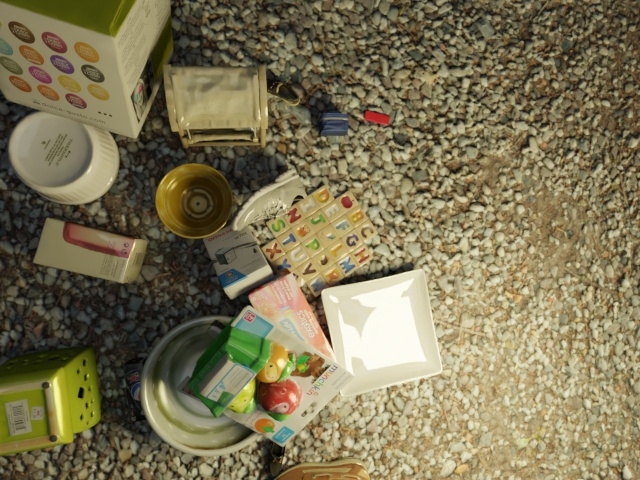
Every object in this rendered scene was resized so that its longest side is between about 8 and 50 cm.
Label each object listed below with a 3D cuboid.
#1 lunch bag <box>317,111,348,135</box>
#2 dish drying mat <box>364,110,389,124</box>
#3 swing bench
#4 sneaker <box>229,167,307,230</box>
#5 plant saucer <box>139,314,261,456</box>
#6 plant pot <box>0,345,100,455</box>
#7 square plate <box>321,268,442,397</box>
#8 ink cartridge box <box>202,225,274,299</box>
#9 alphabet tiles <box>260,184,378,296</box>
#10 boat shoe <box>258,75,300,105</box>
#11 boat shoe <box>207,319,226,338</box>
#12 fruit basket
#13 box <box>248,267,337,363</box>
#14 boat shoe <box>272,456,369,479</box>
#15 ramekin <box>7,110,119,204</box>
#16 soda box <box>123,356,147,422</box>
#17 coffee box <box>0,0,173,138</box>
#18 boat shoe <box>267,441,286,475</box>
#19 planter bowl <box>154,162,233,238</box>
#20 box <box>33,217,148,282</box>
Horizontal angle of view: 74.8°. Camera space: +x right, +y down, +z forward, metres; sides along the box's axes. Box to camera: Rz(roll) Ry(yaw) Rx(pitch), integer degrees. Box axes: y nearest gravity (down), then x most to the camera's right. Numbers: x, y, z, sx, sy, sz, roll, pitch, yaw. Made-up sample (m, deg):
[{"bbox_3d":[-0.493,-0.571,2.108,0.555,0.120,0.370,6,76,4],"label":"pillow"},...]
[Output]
[{"bbox_3d":[0.038,-0.368,1.318,0.098,0.067,0.065,-1,89,-8],"label":"lunch bag"},{"bbox_3d":[0.185,-0.401,1.371,0.083,0.008,0.032,11,87,-8],"label":"dish drying mat"},{"bbox_3d":[-0.280,-0.367,1.173,0.253,0.255,0.165,-4,90,-9],"label":"swing bench"},{"bbox_3d":[-0.143,-0.105,1.231,0.281,0.105,0.115,-41,99,-29],"label":"sneaker"},{"bbox_3d":[-0.311,0.414,1.231,0.400,0.100,0.400,0,88,-9],"label":"plant saucer"},{"bbox_3d":[-0.744,0.427,1.111,0.227,0.207,0.228,-7,91,-9],"label":"plant pot"},{"bbox_3d":[0.196,0.290,1.339,0.344,0.049,0.347,-11,90,-8],"label":"square plate"},{"bbox_3d":[-0.239,0.051,1.212,0.140,0.082,0.190,-28,59,-8],"label":"ink cartridge box"},{"bbox_3d":[0.000,0.000,1.333,0.342,0.011,0.285,-34,94,-8],"label":"alphabet tiles"},{"bbox_3d":[-0.130,-0.475,1.302,0.152,0.049,0.056,24,86,-7],"label":"boat shoe"},{"bbox_3d":[-0.249,0.273,1.172,0.142,0.049,0.040,40,39,-16],"label":"boat shoe"},{"bbox_3d":[-0.144,0.378,1.094,0.353,0.165,0.327,39,107,-10],"label":"fruit basket"},{"bbox_3d":[-0.085,0.249,1.237,0.142,0.154,0.300,-28,97,-8],"label":"box"},{"bbox_3d":[-0.005,0.746,1.259,0.324,0.116,0.123,-12,98,-9],"label":"boat shoe"},{"bbox_3d":[-0.720,-0.240,1.167,0.273,0.127,0.273,0,88,-9],"label":"ramekin"},{"bbox_3d":[-0.528,0.432,1.217,0.053,0.060,0.169,-7,90,-10],"label":"soda box"},{"bbox_3d":[-0.588,-0.528,1.037,0.338,0.334,0.338,15,62,-9],"label":"coffee box"},{"bbox_3d":[-0.135,0.659,1.284,0.049,0.042,0.133,10,89,-11],"label":"boat shoe"},{"bbox_3d":[-0.366,-0.112,1.238,0.217,0.090,0.217,0,88,-9],"label":"planter bowl"},{"bbox_3d":[-0.627,0.028,1.165,0.232,0.148,0.126,15,86,-9],"label":"box"}]
